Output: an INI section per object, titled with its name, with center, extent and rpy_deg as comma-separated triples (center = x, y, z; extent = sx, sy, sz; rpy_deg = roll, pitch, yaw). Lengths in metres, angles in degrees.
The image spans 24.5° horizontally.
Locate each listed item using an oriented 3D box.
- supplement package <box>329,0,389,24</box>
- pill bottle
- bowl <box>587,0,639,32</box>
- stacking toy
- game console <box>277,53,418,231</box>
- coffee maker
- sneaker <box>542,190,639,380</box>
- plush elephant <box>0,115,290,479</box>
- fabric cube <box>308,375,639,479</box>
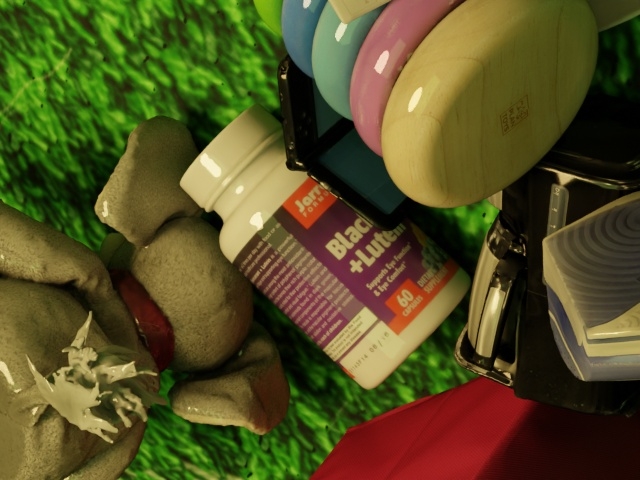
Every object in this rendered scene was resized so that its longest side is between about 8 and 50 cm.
[supplement package]
center = 0.056, -0.209, 0.721
extent = 0.179, 0.105, 0.105
rpy_deg = -27, 145, 8
[pill bottle]
center = 0.000, 0.000, 1.010
extent = 0.193, 0.108, 0.108
rpy_deg = 43, 132, 2
[bowl]
center = 0.145, -0.193, 0.835
extent = 0.142, 0.053, 0.142
rpy_deg = -22, 105, 40
[stacking toy]
center = 0.003, -0.164, 0.861
extent = 0.330, 0.141, 0.141
rpy_deg = 45, 136, 32
[game console]
center = 0.035, -0.082, 0.927
extent = 0.071, 0.122, 0.107
rpy_deg = 10, 122, 27
[coffee maker]
center = 0.175, 0.007, 0.913
extent = 0.171, 0.120, 0.178
rpy_deg = 6, 125, 6
[sneaker]
center = 0.291, 0.055, 0.801
extent = 0.316, 0.127, 0.182
rpy_deg = -12, 124, 5
[plush elephant]
center = -0.166, 0.058, 1.080
extent = 0.330, 0.255, 0.271
rpy_deg = -1, 108, 42
[fabric cube]
center = 0.113, 0.259, 1.001
extent = 0.259, 0.258, 0.254
rpy_deg = -31, 98, 41
